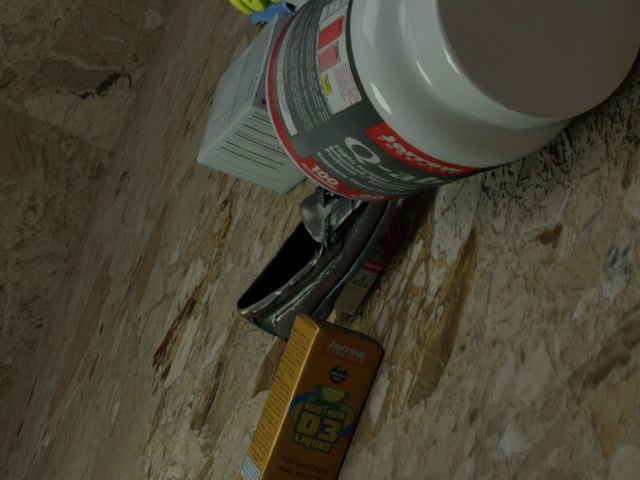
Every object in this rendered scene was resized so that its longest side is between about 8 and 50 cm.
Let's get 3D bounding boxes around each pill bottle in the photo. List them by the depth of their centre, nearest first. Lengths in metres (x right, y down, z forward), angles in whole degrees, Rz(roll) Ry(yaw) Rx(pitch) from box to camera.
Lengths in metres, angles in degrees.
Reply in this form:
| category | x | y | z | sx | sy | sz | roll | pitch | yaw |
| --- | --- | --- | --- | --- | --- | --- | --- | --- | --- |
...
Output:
| category | x | y | z | sx | sy | sz | roll | pitch | yaw |
| --- | --- | --- | --- | --- | --- | --- | --- | --- | --- |
| pill bottle | 0.099 | -0.154 | 1.194 | 0.363 | 0.210 | 0.210 | 163 | 124 | -71 |

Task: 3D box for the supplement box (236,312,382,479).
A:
| category | x | y | z | sx | sy | sz | roll | pitch | yaw |
| --- | --- | --- | --- | --- | --- | --- | --- | --- | --- |
| supplement box | -0.020 | 0.196 | 1.416 | 0.080 | 0.078 | 0.234 | -157 | 86 | -74 |

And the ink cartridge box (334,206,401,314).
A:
| category | x | y | z | sx | sy | sz | roll | pitch | yaw |
| --- | --- | --- | --- | --- | --- | --- | --- | --- | --- |
| ink cartridge box | 0.045 | 0.015 | 1.496 | 0.063 | 0.029 | 0.115 | -94 | 28 | -53 |

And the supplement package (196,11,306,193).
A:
| category | x | y | z | sx | sy | sz | roll | pitch | yaw |
| --- | --- | --- | --- | --- | --- | --- | --- | --- | --- |
| supplement package | -0.050 | -0.170 | 1.830 | 0.244 | 0.133 | 0.139 | 149 | 138 | -66 |

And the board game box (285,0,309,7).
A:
| category | x | y | z | sx | sy | sz | roll | pitch | yaw |
| --- | --- | --- | --- | --- | --- | --- | --- | --- | --- |
| board game box | 0.022 | -0.382 | 1.521 | 0.066 | 0.318 | 0.318 | 136 | 149 | -56 |

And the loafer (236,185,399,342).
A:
| category | x | y | z | sx | sy | sz | roll | pitch | yaw |
| --- | --- | --- | --- | --- | --- | --- | --- | --- | --- |
| loafer | 0.000 | 0.000 | 1.456 | 0.268 | 0.084 | 0.096 | -60 | 21 | 30 |

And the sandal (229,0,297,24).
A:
| category | x | y | z | sx | sy | sz | roll | pitch | yaw |
| --- | --- | --- | --- | --- | --- | --- | --- | --- | --- |
| sandal | 0.022 | -0.315 | 1.821 | 0.126 | 0.138 | 0.317 | -38 | 15 | -34 |

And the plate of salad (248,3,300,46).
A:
| category | x | y | z | sx | sy | sz | roll | pitch | yaw |
| --- | --- | --- | --- | --- | --- | --- | --- | --- | --- |
| plate of salad | -0.063 | -0.335 | 2.068 | 0.200 | 0.048 | 0.200 | -161 | 90 | -74 |
